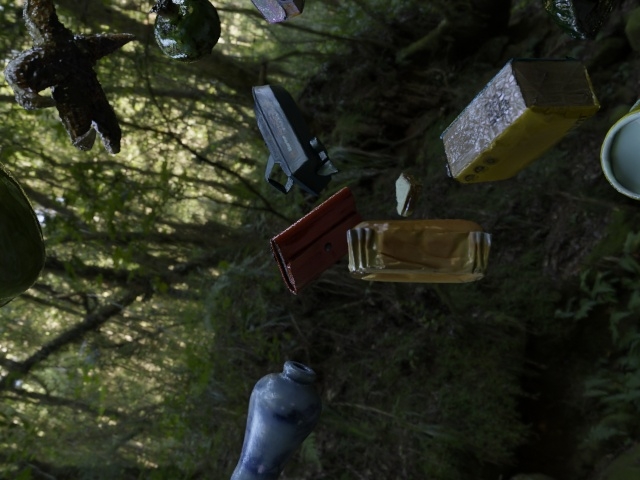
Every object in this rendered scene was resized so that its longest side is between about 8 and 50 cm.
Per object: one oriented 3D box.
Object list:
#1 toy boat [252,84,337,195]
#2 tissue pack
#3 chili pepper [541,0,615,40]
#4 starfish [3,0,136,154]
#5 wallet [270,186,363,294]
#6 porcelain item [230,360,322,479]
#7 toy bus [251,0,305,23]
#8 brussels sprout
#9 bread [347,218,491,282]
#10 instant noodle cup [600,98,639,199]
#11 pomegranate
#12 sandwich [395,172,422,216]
[{"bbox_3d":[-0.063,-0.175,0.966,0.103,0.246,0.093,-35,-31,14],"label":"toy boat"},{"bbox_3d":[0.397,-0.236,1.193,0.271,0.192,0.134,129,131,-60],"label":"tissue pack"},{"bbox_3d":[0.285,-0.352,0.606,0.148,0.116,0.265,-69,-8,-66],"label":"chili pepper"},{"bbox_3d":[-0.306,-0.219,0.727,0.216,0.071,0.238,-37,-69,-70],"label":"starfish"},{"bbox_3d":[0.000,0.000,1.185,0.204,0.045,0.142,-37,-50,-25],"label":"wallet"},{"bbox_3d":[-0.087,0.364,1.136,0.259,0.141,0.141,-66,-15,1],"label":"porcelain item"},{"bbox_3d":[-0.146,-0.629,1.339,0.274,0.112,0.090,43,-134,-45],"label":"toy bus"},{"bbox_3d":[-0.389,-0.019,0.630,0.223,0.161,0.223,170,90,-79],"label":"brussels sprout"},{"bbox_3d":[0.170,0.017,1.023,0.136,0.241,0.107,48,-137,-79],"label":"bread"},{"bbox_3d":[0.591,-0.161,0.997,0.236,0.215,0.216,-19,-53,-44],"label":"instant noodle cup"},{"bbox_3d":[-0.242,-0.380,1.013,0.161,0.122,0.122,38,-112,-61],"label":"pomegranate"},{"bbox_3d":[0.225,-0.119,1.539,0.093,0.035,0.105,-117,35,-58],"label":"sandwich"}]
